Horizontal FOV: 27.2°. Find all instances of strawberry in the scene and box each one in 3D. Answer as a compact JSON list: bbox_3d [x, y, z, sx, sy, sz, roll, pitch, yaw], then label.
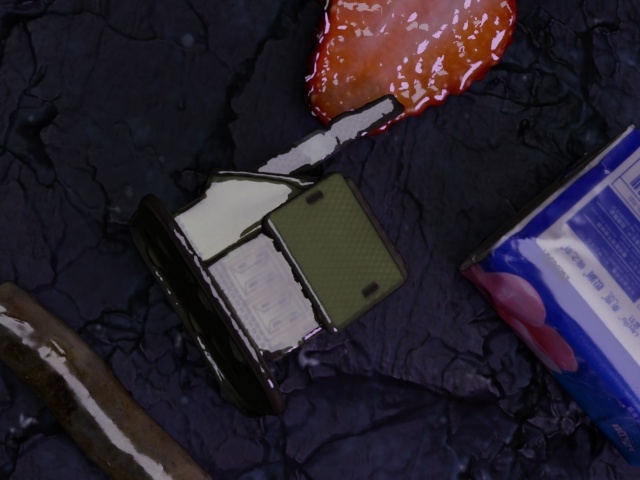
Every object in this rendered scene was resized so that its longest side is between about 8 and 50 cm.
[{"bbox_3d":[0.073,-0.212,1.286,0.190,0.111,0.236,39,102,-15],"label":"strawberry"}]

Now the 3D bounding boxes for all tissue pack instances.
[{"bbox_3d":[0.301,0.057,1.281,0.209,0.137,0.270,-42,90,-12],"label":"tissue pack"}]

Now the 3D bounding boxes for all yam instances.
[{"bbox_3d":[-0.194,0.164,1.206,0.317,0.067,0.071,46,49,-3],"label":"yam"}]

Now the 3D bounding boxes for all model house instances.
[{"bbox_3d":[0.000,0.000,1.193,0.278,0.205,0.218,-31,92,-14],"label":"model house"}]
